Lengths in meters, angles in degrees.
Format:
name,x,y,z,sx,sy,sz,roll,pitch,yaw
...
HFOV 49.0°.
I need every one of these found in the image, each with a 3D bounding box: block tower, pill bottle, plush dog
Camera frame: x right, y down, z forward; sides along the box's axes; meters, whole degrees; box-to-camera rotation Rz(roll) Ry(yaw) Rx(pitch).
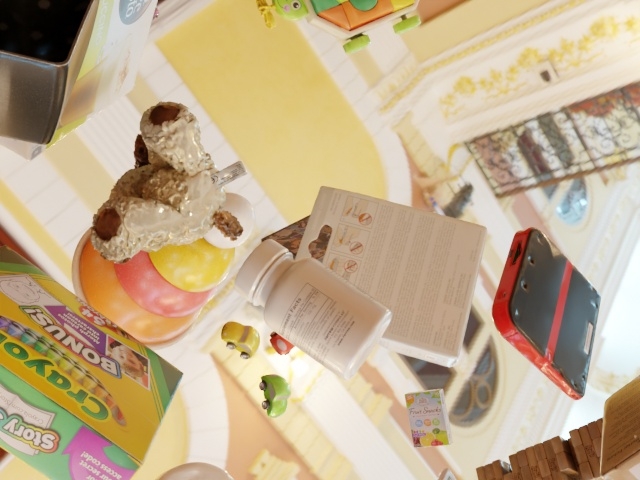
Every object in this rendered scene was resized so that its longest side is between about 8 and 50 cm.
name,x,y,z,sx,sy,sz,roll,pitch,yaw
block tower,0.432,0.378,1.179,0.335,0.091,0.097,-32,-135,29
pill bottle,-0.015,0.101,1.093,0.131,0.229,0.131,-52,166,-18
pill bottle,-0.315,0.649,1.673,0.224,0.224,0.392,-45,177,-24
plush dog,-0.258,-0.064,1.127,0.225,0.210,0.262,2,-114,50

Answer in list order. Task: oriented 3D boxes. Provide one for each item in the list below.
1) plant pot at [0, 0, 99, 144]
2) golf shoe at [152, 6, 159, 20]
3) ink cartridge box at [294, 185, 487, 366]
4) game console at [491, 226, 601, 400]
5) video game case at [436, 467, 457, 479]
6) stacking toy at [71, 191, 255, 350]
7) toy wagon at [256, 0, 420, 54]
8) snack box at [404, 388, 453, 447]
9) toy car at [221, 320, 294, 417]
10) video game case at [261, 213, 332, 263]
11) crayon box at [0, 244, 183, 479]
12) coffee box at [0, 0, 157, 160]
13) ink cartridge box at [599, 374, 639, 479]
name,x,y,z,sx,sy,sz,roll,pitch,yaw
plant pot,-0.386,-0.229,0.865,0.167,0.188,0.187,115,-17,-48
golf shoe,-0.474,-0.548,1.668,0.186,0.086,0.067,-14,-178,14
ink cartridge box,0.141,0.072,1.523,0.091,0.385,0.308,83,24,-67
game console,0.611,0.180,1.871,0.060,0.342,0.386,-29,-157,46
video game case,0.279,0.615,1.489,0.022,0.173,0.190,-31,-173,39
stacking toy,-0.304,0.025,1.588,0.480,0.350,0.351,-29,-161,38
toy wagon,0.041,-0.504,1.367,0.344,0.267,0.068,-26,-172,-15
snack box,0.283,0.466,1.838,0.100,0.141,0.037,-13,172,25
toy car,-0.107,0.285,1.594,0.239,0.225,0.053,6,155,-46
video game case,0.000,0.000,2.104,0.248,0.035,0.275,-28,-144,-31
crayon box,-0.392,0.177,1.008,0.106,0.363,0.313,-52,-172,6
coffee box,-0.491,-0.408,1.145,0.338,0.338,0.334,-60,179,38
ink cartridge box,0.449,0.197,0.824,0.235,0.088,0.193,-47,175,28
